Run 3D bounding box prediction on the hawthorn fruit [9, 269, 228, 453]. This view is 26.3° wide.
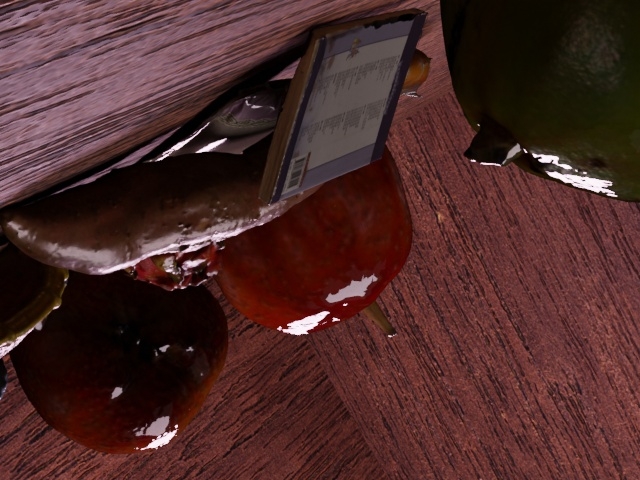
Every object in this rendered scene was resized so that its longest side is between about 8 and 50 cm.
[{"bbox_3d":[-0.299,0.146,1.859,0.285,0.284,0.369,-31,-168,-36],"label":"hawthorn fruit"}]

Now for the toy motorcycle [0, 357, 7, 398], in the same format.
[{"bbox_3d":[-0.554,0.222,1.714,0.327,0.188,0.143,-48,179,-31],"label":"toy motorcycle"}]

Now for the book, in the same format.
[{"bbox_3d":[0.022,-0.129,1.249,0.231,0.026,0.157,-27,140,-59],"label":"book"}]

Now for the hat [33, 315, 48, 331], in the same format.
[{"bbox_3d":[-0.360,0.074,1.655,0.193,0.082,0.193,-29,180,0],"label":"hat"}]

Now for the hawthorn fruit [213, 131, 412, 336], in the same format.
[{"bbox_3d":[0.000,0.000,1.795,0.287,0.330,0.287,-35,-169,8],"label":"hawthorn fruit"}]

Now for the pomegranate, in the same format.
[{"bbox_3d":[0.215,-0.181,0.875,0.340,0.260,0.260,-62,-179,0],"label":"pomegranate"}]

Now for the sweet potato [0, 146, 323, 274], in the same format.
[{"bbox_3d":[-0.143,-0.032,1.259,0.355,0.095,0.106,-14,160,-35],"label":"sweet potato"}]

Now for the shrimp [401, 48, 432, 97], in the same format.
[{"bbox_3d":[0.079,-0.200,1.710,0.150,0.068,0.249,-17,-179,25],"label":"shrimp"}]

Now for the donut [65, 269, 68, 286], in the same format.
[{"bbox_3d":[-0.334,0.051,1.463,0.166,0.065,0.108,-31,180,30],"label":"donut"}]

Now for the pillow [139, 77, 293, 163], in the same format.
[{"bbox_3d":[-0.090,-0.106,1.322,0.131,0.038,0.233,-18,173,-41],"label":"pillow"}]

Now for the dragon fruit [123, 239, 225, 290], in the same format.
[{"bbox_3d":[-0.165,-0.018,1.500,0.133,0.150,0.207,-62,-175,-20],"label":"dragon fruit"}]

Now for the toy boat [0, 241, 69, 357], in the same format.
[{"bbox_3d":[-0.326,0.061,1.247,0.141,0.099,0.318,13,-164,17],"label":"toy boat"}]
